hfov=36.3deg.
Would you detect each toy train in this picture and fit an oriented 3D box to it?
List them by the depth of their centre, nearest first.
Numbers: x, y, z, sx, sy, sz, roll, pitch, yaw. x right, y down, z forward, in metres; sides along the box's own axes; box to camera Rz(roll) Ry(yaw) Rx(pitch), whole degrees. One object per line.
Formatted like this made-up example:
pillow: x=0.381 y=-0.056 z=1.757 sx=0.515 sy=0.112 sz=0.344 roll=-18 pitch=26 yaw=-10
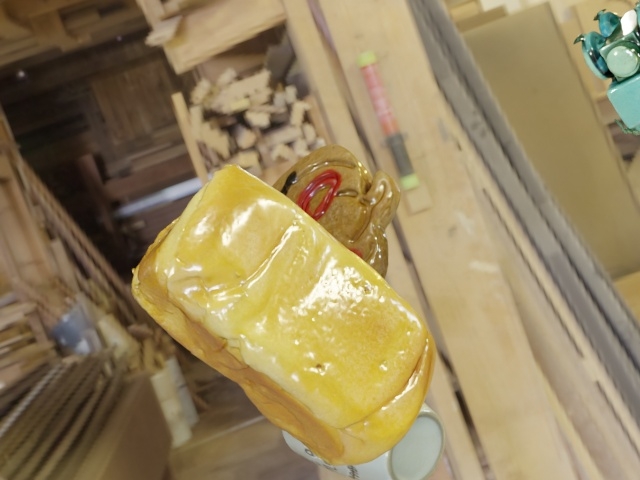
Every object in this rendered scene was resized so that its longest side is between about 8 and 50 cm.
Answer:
toy train: x=0.436 y=-0.240 z=1.291 sx=0.112 sy=0.163 sz=0.203 roll=-27 pitch=13 yaw=42

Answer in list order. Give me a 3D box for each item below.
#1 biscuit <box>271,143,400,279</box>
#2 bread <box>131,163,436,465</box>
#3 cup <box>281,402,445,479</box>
biscuit: x=-0.001 y=-0.001 z=1.575 sx=0.063 sy=0.367 sz=0.314 roll=29 pitch=-54 yaw=-37
bread: x=-0.028 y=0.070 z=0.933 sx=0.167 sy=0.294 sz=0.132 roll=-53 pitch=16 yaw=-28
cup: x=0.065 y=0.272 z=1.582 sx=0.186 sy=0.258 sz=0.234 roll=-34 pitch=29 yaw=-29
